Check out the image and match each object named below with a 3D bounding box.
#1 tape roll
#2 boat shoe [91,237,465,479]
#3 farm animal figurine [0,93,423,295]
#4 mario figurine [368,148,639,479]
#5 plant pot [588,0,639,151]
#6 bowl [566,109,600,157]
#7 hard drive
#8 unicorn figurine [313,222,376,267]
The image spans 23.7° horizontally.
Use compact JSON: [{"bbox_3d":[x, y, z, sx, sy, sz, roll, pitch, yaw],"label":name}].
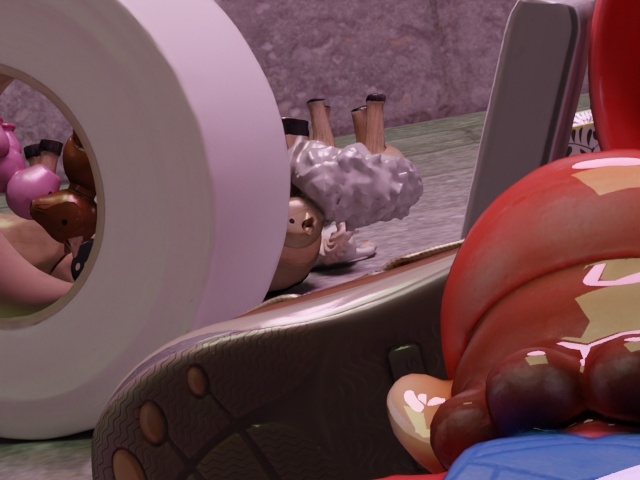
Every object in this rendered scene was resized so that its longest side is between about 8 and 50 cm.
[{"bbox_3d":[-0.163,-0.032,0.879,0.286,0.286,0.100,-7,8,24],"label":"tape roll"},{"bbox_3d":[0.072,0.047,0.610,0.325,0.123,0.116,-9,6,-2],"label":"boat shoe"},{"bbox_3d":[-0.132,-0.006,1.154,0.327,0.172,0.330,0,-6,-31],"label":"farm animal figurine"},{"bbox_3d":[0.073,0.104,0.330,0.198,0.170,0.320,28,29,9],"label":"mario figurine"},{"bbox_3d":[0.333,-0.098,0.874,0.243,0.274,0.275,-4,1,-45],"label":"plant pot"},{"bbox_3d":[0.243,-0.073,1.382,0.170,0.080,0.170,-14,6,2],"label":"bowl"},{"bbox_3d":[0.131,-0.054,0.959,0.040,0.203,0.307,13,12,9],"label":"hard drive"},{"bbox_3d":[0.000,0.000,1.308,0.162,0.060,0.111,-24,1,27],"label":"unicorn figurine"}]
